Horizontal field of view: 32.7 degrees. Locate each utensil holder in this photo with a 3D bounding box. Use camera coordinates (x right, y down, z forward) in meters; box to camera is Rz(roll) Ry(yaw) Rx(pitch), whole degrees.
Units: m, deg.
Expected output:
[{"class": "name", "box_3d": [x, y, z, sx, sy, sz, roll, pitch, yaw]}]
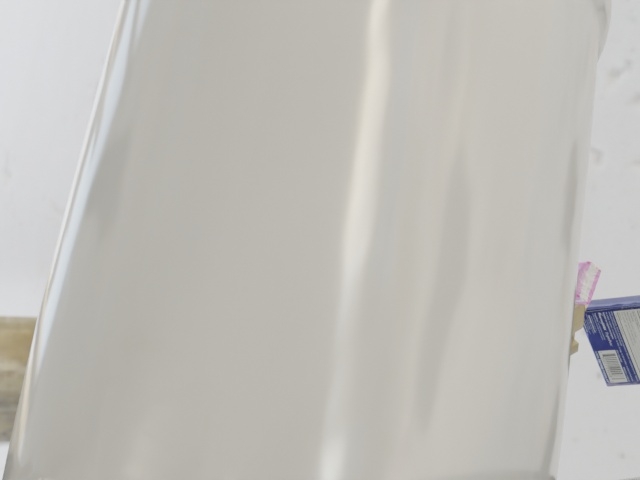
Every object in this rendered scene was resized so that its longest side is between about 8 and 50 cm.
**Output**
[{"class": "utensil holder", "box_3d": [0.000, 0.000, 0.676, 0.327, 0.327, 0.386, -24, 50, 56]}]

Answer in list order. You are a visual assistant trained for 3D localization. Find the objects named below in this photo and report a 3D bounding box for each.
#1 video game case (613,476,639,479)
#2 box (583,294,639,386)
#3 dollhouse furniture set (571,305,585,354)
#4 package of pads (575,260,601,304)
[{"class": "video game case", "box_3d": [0.270, 0.210, 0.519, 0.036, 0.300, 0.329, -55, -11, -9]}, {"class": "box", "box_3d": [0.491, 0.138, 1.541, 0.225, 0.036, 0.136, -9, 114, 40]}, {"class": "dollhouse furniture set", "box_3d": [0.257, 0.132, 1.465, 0.123, 0.144, 0.151, 45, 153, 43]}, {"class": "package of pads", "box_3d": [0.306, 0.053, 1.350, 0.083, 0.032, 0.050, -6, 56, 64]}]
